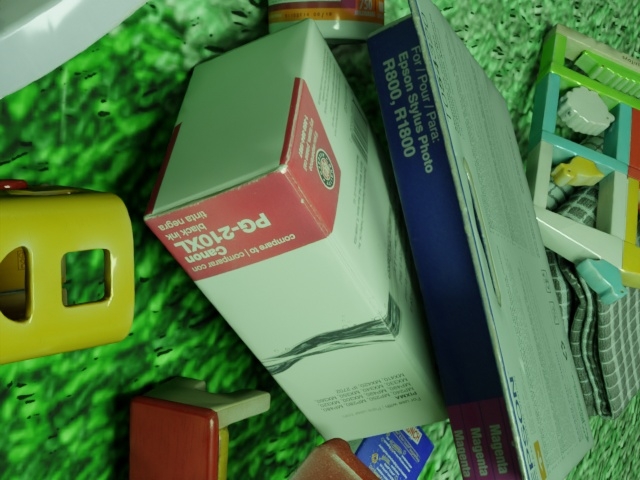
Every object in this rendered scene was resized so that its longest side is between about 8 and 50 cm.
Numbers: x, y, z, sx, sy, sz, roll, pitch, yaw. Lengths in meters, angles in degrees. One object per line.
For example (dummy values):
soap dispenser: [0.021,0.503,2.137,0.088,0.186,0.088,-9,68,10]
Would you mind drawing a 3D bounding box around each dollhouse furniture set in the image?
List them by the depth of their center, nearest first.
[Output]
dollhouse furniture set: [-0.047,0.294,0.553,0.152,0.201,0.374,-16,110,-66]

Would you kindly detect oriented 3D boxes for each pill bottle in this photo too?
pill bottle: [0.004,-0.220,0.636,0.086,0.086,0.152,-10,103,-45]

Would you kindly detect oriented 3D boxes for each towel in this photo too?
towel: [0.331,0.035,0.989,0.235,0.121,0.284,-41,123,-33]

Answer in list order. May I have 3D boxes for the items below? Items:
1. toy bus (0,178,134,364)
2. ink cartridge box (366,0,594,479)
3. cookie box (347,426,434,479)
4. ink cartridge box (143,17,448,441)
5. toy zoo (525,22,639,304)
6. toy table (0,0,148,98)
toy bus: [-0.194,0.021,0.456,0.191,0.104,0.202,51,60,-37]
ink cartridge box: [0.114,0.013,0.646,0.330,0.071,0.324,14,63,-66]
cookie box: [0.045,0.197,0.775,0.107,0.040,0.092,-55,130,-25]
ink cartridge box: [0.000,0.000,0.607,0.237,0.100,0.172,57,25,-35]
toy zoo: [0.295,-0.066,0.873,0.192,0.030,0.293,21,59,-11]
toy table: [-0.147,-0.200,0.391,0.161,0.252,0.274,69,38,-48]
